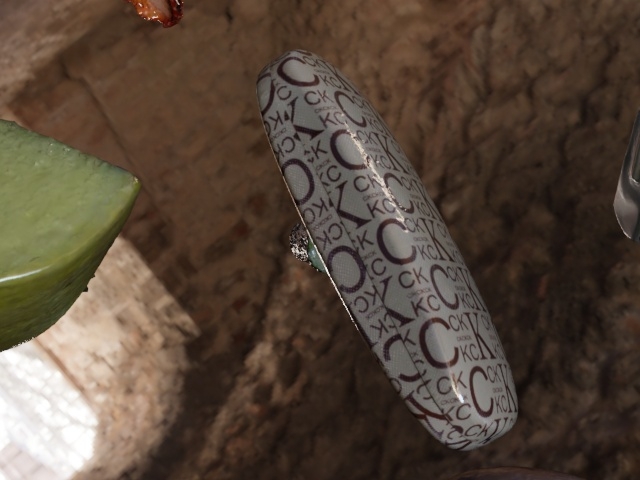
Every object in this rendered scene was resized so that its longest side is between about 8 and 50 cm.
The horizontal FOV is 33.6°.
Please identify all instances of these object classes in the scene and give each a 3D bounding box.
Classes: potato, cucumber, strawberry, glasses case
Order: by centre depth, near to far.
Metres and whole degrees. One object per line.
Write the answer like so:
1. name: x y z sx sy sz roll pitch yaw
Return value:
1. glasses case: 0.053 0.001 0.854 0.085 0.355 0.137 -33 162 23
2. potato: -0.363 0.024 0.993 0.280 0.330 0.213 106 11 -52
3. strawberry: -0.189 -0.292 1.104 0.103 0.152 0.048 -24 -166 36
4. cucumber: 0.002 -0.001 1.310 0.072 0.072 0.300 -40 -174 -3

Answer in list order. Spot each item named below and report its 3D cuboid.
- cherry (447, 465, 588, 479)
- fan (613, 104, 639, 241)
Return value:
1. cherry: 0.191 0.301 0.917 0.183 0.266 0.213 -19 132 -57
2. fan: 0.287 -0.111 0.927 0.023 0.282 0.057 -8 -136 -4
